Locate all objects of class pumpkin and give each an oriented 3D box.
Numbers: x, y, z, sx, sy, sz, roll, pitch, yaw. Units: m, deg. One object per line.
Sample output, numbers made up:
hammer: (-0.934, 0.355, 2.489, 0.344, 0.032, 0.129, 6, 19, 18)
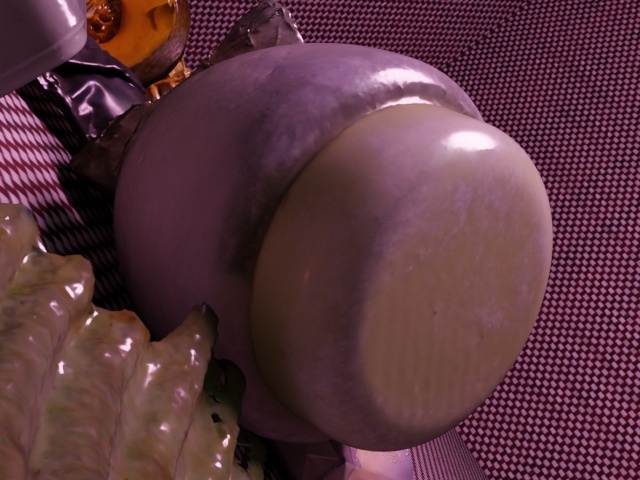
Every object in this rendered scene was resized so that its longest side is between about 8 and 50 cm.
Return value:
pumpkin: (-0.288, -0.351, 1.395, 0.317, 0.221, 0.139, 52, 5, 0)

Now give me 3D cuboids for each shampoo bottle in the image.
shampoo bottle: (0.000, 0.000, 0.886, 0.317, 0.322, 0.322, 23, -19, 44)

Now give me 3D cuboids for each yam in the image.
yam: (-0.105, -0.103, 1.048, 0.154, 0.254, 0.154, 40, -17, 15)

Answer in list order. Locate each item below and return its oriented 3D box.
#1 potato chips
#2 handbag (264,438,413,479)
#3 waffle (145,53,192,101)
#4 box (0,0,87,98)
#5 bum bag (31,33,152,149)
potato chips: (-0.058, 0.148, 0.552, 0.373, 0.097, 0.389, 47, 4, -43)
handbag: (0.016, 0.204, 1.027, 0.173, 0.095, 0.117, 35, 18, -51)
waffle: (-0.219, -0.230, 1.503, 0.160, 0.192, 0.046, 22, 18, 2)
box: (-0.281, -0.227, 0.857, 0.182, 0.175, 0.312, 60, 0, -24)
bum bag: (-0.200, -0.100, 1.137, 0.310, 0.074, 0.137, 56, 31, -14)
